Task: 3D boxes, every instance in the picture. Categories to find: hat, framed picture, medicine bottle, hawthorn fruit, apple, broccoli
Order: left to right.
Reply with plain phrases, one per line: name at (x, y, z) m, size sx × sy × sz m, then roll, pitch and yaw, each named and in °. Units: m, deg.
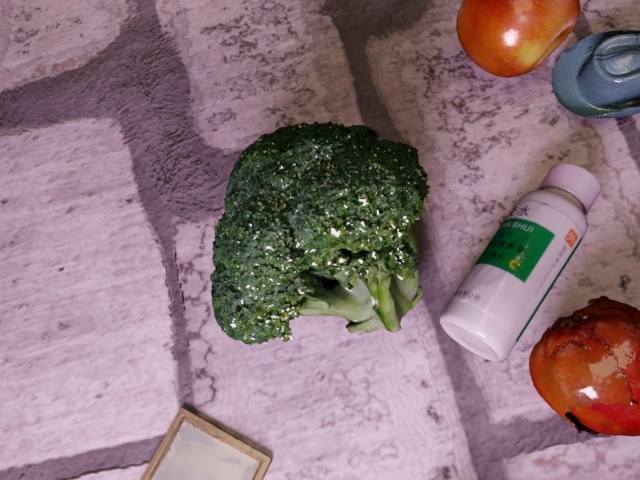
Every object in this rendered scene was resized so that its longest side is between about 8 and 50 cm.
framed picture at (-0.163, 0.325, 0.672) m, size 0.136 × 0.010 × 0.201 m, roll 24°, pitch 73°, yaw 16°
broccoli at (0.000, 0.000, 0.660) m, size 0.308 × 0.308 × 0.275 m, roll -38°, pitch 107°, yaw -8°
apple at (0.273, -0.311, 0.788) m, size 0.163 × 0.163 × 0.139 m, roll -42°, pitch 77°, yaw -10°
medicine bottle at (0.254, 0.021, 0.693) m, size 0.095 × 0.095 × 0.260 m, roll 35°, pitch 76°, yaw 18°
hawthorn fruit at (0.320, 0.153, 0.614) m, size 0.148 × 0.148 × 0.172 m, roll -36°, pitch 88°, yaw -8°
hat at (0.430, -0.242, 0.783) m, size 0.191 × 0.078 × 0.138 m, roll -6°, pitch 66°, yaw 5°
